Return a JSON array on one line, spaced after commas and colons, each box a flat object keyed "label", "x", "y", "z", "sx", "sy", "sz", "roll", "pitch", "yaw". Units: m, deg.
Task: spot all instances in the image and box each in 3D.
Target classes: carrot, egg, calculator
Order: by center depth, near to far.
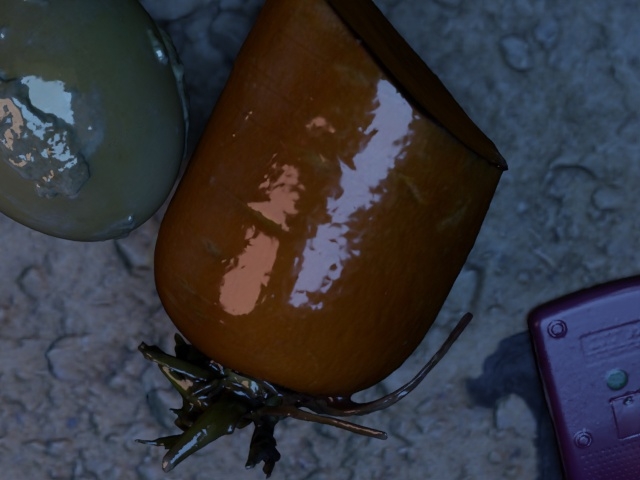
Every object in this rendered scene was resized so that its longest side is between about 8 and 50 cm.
[{"label": "egg", "x": -0.170, "y": -0.092, "z": 0.801, "sx": 0.164, "sy": 0.164, "sz": 0.201, "roll": -29, "pitch": 108, "yaw": 6}, {"label": "carrot", "x": 0.000, "y": 0.000, "z": 0.836, "sx": 0.214, "sy": 0.193, "sz": 0.331, "roll": 29, "pitch": 105, "yaw": -4}, {"label": "calculator", "x": 0.240, "y": 0.124, "z": 1.003, "sx": 0.126, "sy": 0.034, "sz": 0.190, "roll": -16, "pitch": 112, "yaw": 2}]
